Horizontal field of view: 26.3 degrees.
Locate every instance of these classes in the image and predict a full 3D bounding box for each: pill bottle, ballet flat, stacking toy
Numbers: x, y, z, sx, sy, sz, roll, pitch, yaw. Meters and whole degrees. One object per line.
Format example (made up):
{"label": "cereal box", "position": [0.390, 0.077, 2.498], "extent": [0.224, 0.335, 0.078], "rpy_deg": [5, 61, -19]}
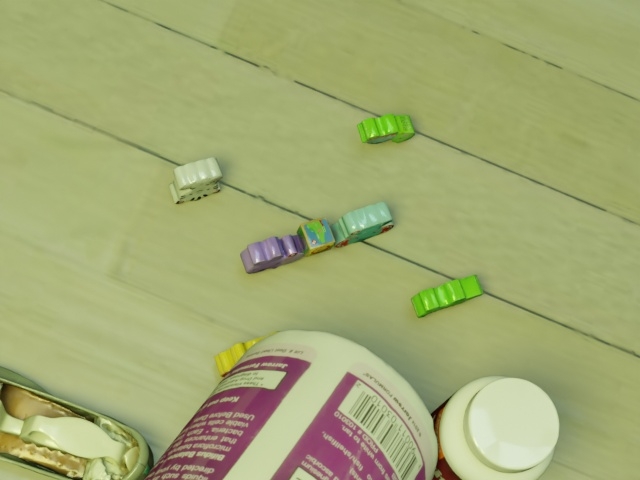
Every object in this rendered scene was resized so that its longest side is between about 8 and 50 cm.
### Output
{"label": "pill bottle", "position": [-0.050, 0.208, 0.902], "extent": [0.169, 0.169, 0.301], "rpy_deg": [35, 44, 4]}
{"label": "ballet flat", "position": [-0.224, 0.132, 1.012], "extent": [0.213, 0.068, 0.072], "rpy_deg": [19, 71, -1]}
{"label": "stacking toy", "position": [0.000, 0.000, 1.097], "extent": [0.221, 0.052, 0.167], "rpy_deg": [-16, 77, -14]}
{"label": "pill bottle", "position": [0.123, 0.147, 1.009], "extent": [0.086, 0.152, 0.086], "rpy_deg": [2, 72, -7]}
